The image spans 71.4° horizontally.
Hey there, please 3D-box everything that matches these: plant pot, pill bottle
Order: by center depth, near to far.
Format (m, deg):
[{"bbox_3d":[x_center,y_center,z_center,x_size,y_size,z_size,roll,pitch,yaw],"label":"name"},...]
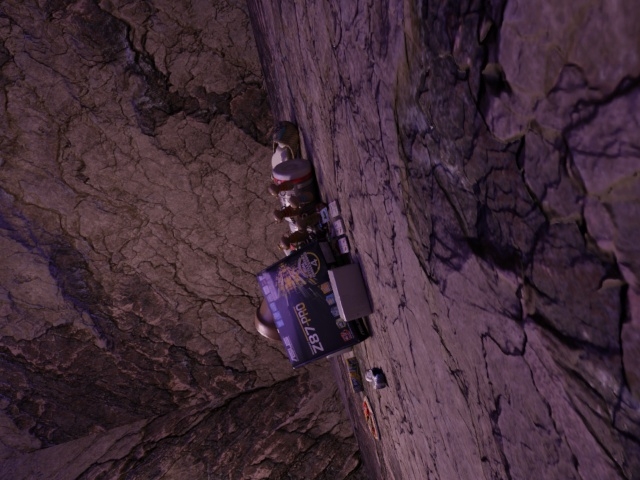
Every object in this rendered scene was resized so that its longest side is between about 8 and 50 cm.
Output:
[{"bbox_3d":[-0.138,0.262,1.883,0.263,0.262,0.230,-116,32,-62],"label":"plant pot"},{"bbox_3d":[-0.100,-0.191,2.012,0.176,0.176,0.319,-114,11,-58],"label":"pill bottle"}]

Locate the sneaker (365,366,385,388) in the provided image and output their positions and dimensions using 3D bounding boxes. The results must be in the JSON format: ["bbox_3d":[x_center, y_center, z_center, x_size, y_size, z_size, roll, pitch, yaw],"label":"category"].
[{"bbox_3d":[0.191,0.461,1.536,0.135,0.052,0.058,-171,76,-76],"label":"sneaker"}]

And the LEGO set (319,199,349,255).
[{"bbox_3d":[0.058,-0.038,1.622,0.244,0.060,0.183,155,101,-72],"label":"LEGO set"}]

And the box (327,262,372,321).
[{"bbox_3d":[0.094,0.167,1.467,0.130,0.090,0.171,144,111,-84],"label":"box"}]

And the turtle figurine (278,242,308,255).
[{"bbox_3d":[-0.066,0.062,2.032,0.118,0.234,0.176,153,111,-63],"label":"turtle figurine"}]

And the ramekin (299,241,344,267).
[{"bbox_3d":[0.019,0.151,1.862,0.303,0.148,0.304,165,90,-84],"label":"ramekin"}]

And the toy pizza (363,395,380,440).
[{"bbox_3d":[0.233,0.835,2.092,0.201,0.032,0.202,165,90,-84],"label":"toy pizza"}]

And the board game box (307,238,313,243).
[{"bbox_3d":[-0.060,-0.111,2.367,0.318,0.065,0.319,-113,10,-56],"label":"board game box"}]

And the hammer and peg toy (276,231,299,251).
[{"bbox_3d":[-0.076,0.119,2.215,0.361,0.127,0.266,56,171,-2],"label":"hammer and peg toy"}]

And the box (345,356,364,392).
[{"bbox_3d":[0.166,0.656,2.176,0.059,0.054,0.169,-121,18,-69],"label":"box"}]

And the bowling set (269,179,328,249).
[{"bbox_3d":[-0.086,-0.122,1.780,0.199,0.154,0.287,-14,98,42],"label":"bowling set"}]

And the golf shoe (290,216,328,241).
[{"bbox_3d":[-0.054,-0.074,1.950,0.198,0.094,0.077,41,180,-20],"label":"golf shoe"}]

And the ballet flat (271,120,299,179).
[{"bbox_3d":[-0.190,-0.400,2.274,0.483,0.163,0.182,93,-162,-65],"label":"ballet flat"}]

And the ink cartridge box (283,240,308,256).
[{"bbox_3d":[-0.077,0.140,2.467,0.308,0.128,0.223,63,-178,-7],"label":"ink cartridge box"}]

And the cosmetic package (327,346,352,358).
[{"bbox_3d":[0.060,0.418,2.183,0.224,0.138,0.225,84,171,-54],"label":"cosmetic package"}]

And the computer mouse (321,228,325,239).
[{"bbox_3d":[0.000,0.000,2.190,0.193,0.042,0.106,83,170,-51],"label":"computer mouse"}]

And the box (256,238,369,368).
[{"bbox_3d":[-0.037,0.235,1.656,0.097,0.318,0.395,-6,-110,-57],"label":"box"}]
